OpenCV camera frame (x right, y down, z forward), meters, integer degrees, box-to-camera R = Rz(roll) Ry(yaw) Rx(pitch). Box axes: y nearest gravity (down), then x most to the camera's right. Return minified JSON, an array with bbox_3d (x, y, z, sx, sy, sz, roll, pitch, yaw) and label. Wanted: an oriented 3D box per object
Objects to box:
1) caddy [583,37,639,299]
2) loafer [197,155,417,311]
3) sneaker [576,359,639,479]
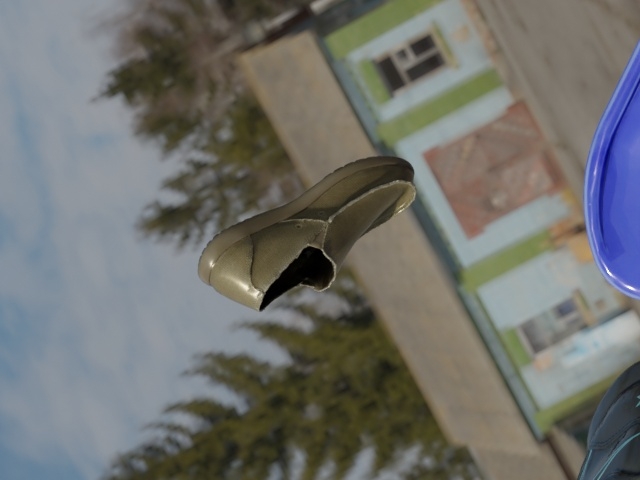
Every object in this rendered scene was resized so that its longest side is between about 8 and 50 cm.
[{"bbox_3d":[0.297,-0.080,0.925,0.241,0.341,0.179,29,-156,12],"label":"caddy"},{"bbox_3d":[0.000,0.000,0.945,0.050,0.148,0.056,52,156,22],"label":"loafer"},{"bbox_3d":[0.145,0.186,0.832,0.106,0.101,0.267,-50,-28,-60],"label":"sneaker"}]
